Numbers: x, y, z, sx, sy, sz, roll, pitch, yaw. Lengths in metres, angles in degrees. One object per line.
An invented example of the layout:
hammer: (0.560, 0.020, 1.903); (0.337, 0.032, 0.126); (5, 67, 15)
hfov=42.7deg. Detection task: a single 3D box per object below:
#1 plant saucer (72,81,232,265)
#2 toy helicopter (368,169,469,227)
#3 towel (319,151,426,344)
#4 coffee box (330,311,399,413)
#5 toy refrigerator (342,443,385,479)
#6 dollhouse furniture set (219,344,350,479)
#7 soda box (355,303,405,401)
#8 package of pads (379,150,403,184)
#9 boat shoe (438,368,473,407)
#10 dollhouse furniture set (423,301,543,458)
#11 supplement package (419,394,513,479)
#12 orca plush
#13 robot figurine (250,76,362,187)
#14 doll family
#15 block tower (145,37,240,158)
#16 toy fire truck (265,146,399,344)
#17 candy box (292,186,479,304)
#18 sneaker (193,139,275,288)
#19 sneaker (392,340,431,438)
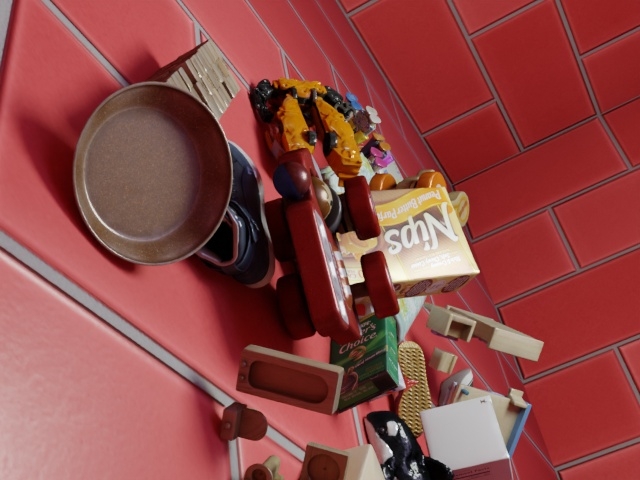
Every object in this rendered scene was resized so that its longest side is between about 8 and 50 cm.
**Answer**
plant saucer: (-0.185, -0.072, 0.892); (0.199, 0.036, 0.198); (-5, 98, -42)
toy helicopter: (0.239, -0.035, 1.739); (0.355, 0.140, 0.234); (-14, 102, -57)
towel: (0.103, 0.006, 1.690); (0.374, 0.090, 0.320); (63, 24, -5)
coffee box: (0.069, 0.190, 1.329); (0.040, 0.113, 0.184); (55, 19, -22)
toy refrigerator: (0.015, 0.350, 0.945); (0.269, 0.094, 0.102); (-50, 120, -72)
dollhouse furniture set: (-0.044, 0.211, 0.870); (0.123, 0.144, 0.151); (-17, 118, -74)
soda box: (0.079, 0.170, 1.459); (0.069, 0.074, 0.216); (42, 27, -53)
package of pads: (0.166, -0.127, 2.153); (0.229, 0.101, 0.296); (63, 16, -4)
boat shoe: (0.331, 0.377, 1.967); (0.070, 0.078, 0.219); (62, 24, -5)
dollhouse furniture set: (0.296, 0.312, 1.806); (0.286, 0.303, 0.198); (18, 2, -25)
supplement package: (0.276, 0.417, 1.499); (0.139, 0.134, 0.244); (-99, 172, -48)
orca plush: (0.167, 0.404, 1.327); (0.151, 0.102, 0.287); (40, 29, -56)
robot figurine: (-0.028, -0.221, 1.588); (0.291, 0.211, 0.085); (-109, -151, -47)
doll family: (0.086, -0.207, 1.931); (0.118, 0.163, 0.263); (5, 55, -41)
block tower: (-0.192, -0.176, 1.086); (0.097, 0.091, 0.335); (59, 17, -18)
toy fire truck: (0.000, 0.000, 1.168); (0.254, 0.169, 0.302); (59, 17, -72)
candy box: (0.104, 0.009, 1.430); (0.317, 0.087, 0.182); (-4, 63, -29)
sneaker: (-0.135, -0.055, 1.093); (0.226, 0.086, 0.163); (70, 14, 17)
sneaker: (0.168, 0.291, 1.572); (0.084, 0.070, 0.185); (119, -26, -67)
